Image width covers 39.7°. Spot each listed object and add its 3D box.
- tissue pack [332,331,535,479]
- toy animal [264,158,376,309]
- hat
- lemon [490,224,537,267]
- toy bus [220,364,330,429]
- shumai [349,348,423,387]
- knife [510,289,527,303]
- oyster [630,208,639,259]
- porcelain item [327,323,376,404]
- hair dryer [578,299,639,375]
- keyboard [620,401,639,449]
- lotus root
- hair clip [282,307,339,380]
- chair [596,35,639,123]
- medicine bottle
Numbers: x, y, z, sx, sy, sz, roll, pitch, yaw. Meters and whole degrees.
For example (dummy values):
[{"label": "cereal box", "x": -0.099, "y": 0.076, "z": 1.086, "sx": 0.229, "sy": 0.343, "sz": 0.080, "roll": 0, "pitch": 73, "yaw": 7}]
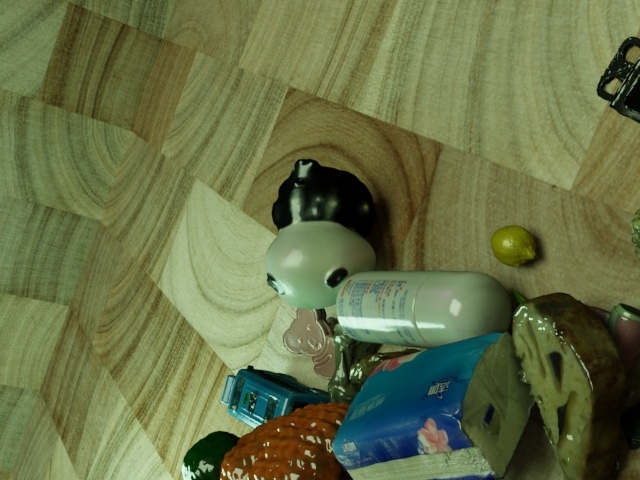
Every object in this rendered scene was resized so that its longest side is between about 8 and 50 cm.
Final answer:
[{"label": "tissue pack", "x": 0.164, "y": 0.252, "z": 1.300, "sx": 0.270, "sy": 0.137, "sz": 0.209, "roll": -22, "pitch": 25, "yaw": 46}, {"label": "toy animal", "x": 0.003, "y": 0.005, "z": 1.696, "sx": 0.212, "sy": 0.213, "sz": 0.266, "roll": -24, "pitch": 53, "yaw": 50}, {"label": "hat", "x": -0.051, "y": 0.411, "z": 1.541, "sx": 0.400, "sy": 0.285, "sz": 0.285, "roll": 0, "pitch": 76, "yaw": 55}, {"label": "lemon", "x": 0.301, "y": 0.009, "z": 1.378, "sx": 0.092, "sy": 0.065, "sz": 0.065, "roll": 34, "pitch": 105, "yaw": 56}, {"label": "toy bus", "x": -0.086, "y": 0.329, "z": 1.759, "sx": 0.246, "sy": 0.134, "sz": 0.113, "roll": 11, "pitch": 86, "yaw": 57}, {"label": "shumai", "x": 0.127, "y": 0.232, "z": 1.497, "sx": 0.139, "sy": 0.123, "sz": 0.105, "roll": -47, "pitch": 49, "yaw": 19}, {"label": "knife", "x": 0.335, "y": 0.125, "z": 1.312, "sx": 0.026, "sy": 0.022, "sz": 0.184, "roll": -41, "pitch": 38, "yaw": 2}, {"label": "oyster", "x": 0.451, "y": -0.034, "z": 1.157, "sx": 0.165, "sy": 0.053, "sz": 0.108, "roll": 111, "pitch": 168, "yaw": -47}, {"label": "porcelain item", "x": 0.052, "y": 0.261, "z": 1.626, "sx": 0.069, "sy": 0.081, "sz": 0.215, "roll": -16, "pitch": 63, "yaw": 62}, {"label": "hair dryer", "x": 0.386, "y": 0.120, "z": 1.226, "sx": 0.154, "sy": 0.054, "sz": 0.106, "roll": -122, "pitch": 49, "yaw": -62}, {"label": "keyboard", "x": 0.443, "y": 0.210, "z": 1.120, "sx": 0.155, "sy": 0.010, "sz": 0.053, "roll": -46, "pitch": 40, "yaw": 37}, {"label": "lotus root", "x": 0.335, "y": 0.186, "z": 1.169, "sx": 0.170, "sy": 0.075, "sz": 0.260, "roll": 107, "pitch": 152, "yaw": -54}, {"label": "hair clip", "x": -0.001, "y": 0.201, "z": 1.716, "sx": 0.123, "sy": 0.102, "sz": 0.138, "roll": -55, "pitch": 37, "yaw": 31}, {"label": "chair", "x": 0.444, "y": -0.220, "z": 1.223, "sx": 0.106, "sy": 0.113, "sz": 0.229, "roll": -61, "pitch": 38, "yaw": 16}, {"label": "medicine bottle", "x": 0.171, "y": 0.113, "z": 1.466, "sx": 0.341, "sy": 0.130, "sz": 0.130, "roll": -4, "pitch": 73, "yaw": 57}]
